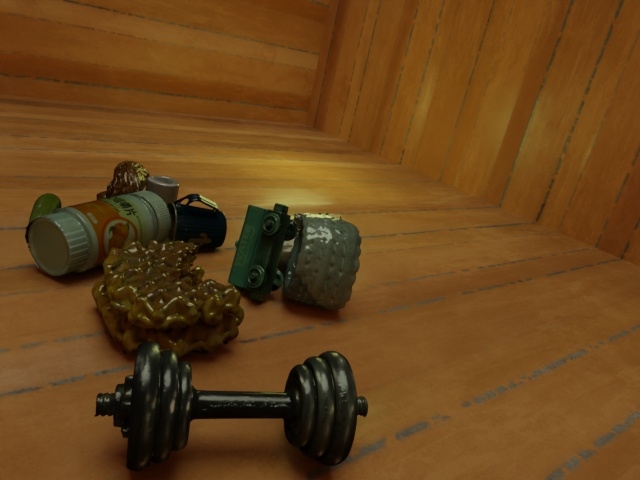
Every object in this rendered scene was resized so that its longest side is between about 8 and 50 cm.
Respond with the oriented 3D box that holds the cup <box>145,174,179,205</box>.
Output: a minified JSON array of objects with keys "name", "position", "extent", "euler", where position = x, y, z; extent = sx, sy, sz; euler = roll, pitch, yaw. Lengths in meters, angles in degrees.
[{"name":"cup","position":[-0.511,-0.134,1.564],"extent":[0.099,0.133,0.136],"euler":[1,24,-37]}]

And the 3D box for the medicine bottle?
[{"name":"medicine bottle","position":[-0.537,-0.024,1.232],"extent":[0.158,0.158,0.318],"euler":[20,23,19]}]

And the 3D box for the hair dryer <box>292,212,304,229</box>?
[{"name":"hair dryer","position":[0.000,0.000,1.542],"extent":[0.237,0.075,0.206],"euler":[29,-17,-9]}]

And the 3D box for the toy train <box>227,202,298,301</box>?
[{"name":"toy train","position":[-0.154,0.023,1.240],"extent":[0.159,0.248,0.101],"euler":[13,-3,35]}]

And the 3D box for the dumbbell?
[{"name":"dumbbell","position":[-0.119,0.248,0.749],"extent":[0.406,0.179,0.179],"euler":[6,22,-17]}]

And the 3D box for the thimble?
[{"name":"thimble","position":[0.010,0.048,1.259],"extent":[0.172,0.205,0.250],"euler":[15,59,-10]}]

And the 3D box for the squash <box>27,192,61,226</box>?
[{"name":"squash","position":[-0.765,-0.076,1.371],"extent":[0.066,0.066,0.201],"euler":[6,25,-17]}]

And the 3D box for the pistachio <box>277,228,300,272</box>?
[{"name":"pistachio","position":[-0.061,0.029,1.412],"extent":[0.206,0.131,0.129],"euler":[-2,17,-28]}]

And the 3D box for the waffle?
[{"name":"waffle","position":[-0.315,0.113,1.025],"extent":[0.261,0.151,0.324],"euler":[-10,26,-35]}]

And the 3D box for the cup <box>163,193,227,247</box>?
[{"name":"cup","position":[-0.351,-0.052,1.408],"extent":[0.155,0.176,0.131],"euler":[5,41,-35]}]

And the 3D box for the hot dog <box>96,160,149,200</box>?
[{"name":"hot dog","position":[-0.614,-0.160,1.542],"extent":[0.114,0.175,0.259],"euler":[30,11,-22]}]
